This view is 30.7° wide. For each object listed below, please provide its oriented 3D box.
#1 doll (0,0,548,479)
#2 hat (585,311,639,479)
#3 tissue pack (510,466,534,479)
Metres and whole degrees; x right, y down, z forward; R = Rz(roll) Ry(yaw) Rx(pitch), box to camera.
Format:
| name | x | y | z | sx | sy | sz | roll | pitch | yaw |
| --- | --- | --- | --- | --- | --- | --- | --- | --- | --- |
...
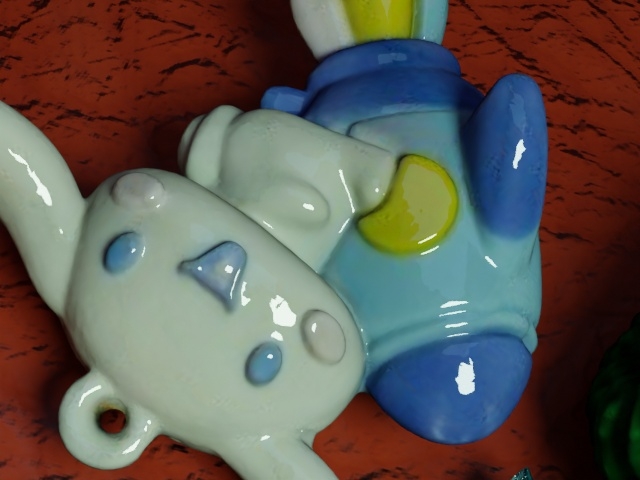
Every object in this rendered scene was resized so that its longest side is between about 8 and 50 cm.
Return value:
| name | x | y | z | sx | sy | sz | roll | pitch | yaw |
| --- | --- | --- | --- | --- | --- | --- | --- | --- | --- |
| doll | 0.004 | -0.001 | 0.662 | 0.365 | 0.187 | 0.376 | -36 | 102 | -22 |
| hat | 0.337 | 0.137 | 0.671 | 0.274 | 0.242 | 0.332 | -40 | 90 | 4 |
| tissue pack | 0.087 | 0.200 | 0.639 | 0.138 | 0.028 | 0.085 | -42 | 119 | -37 |
